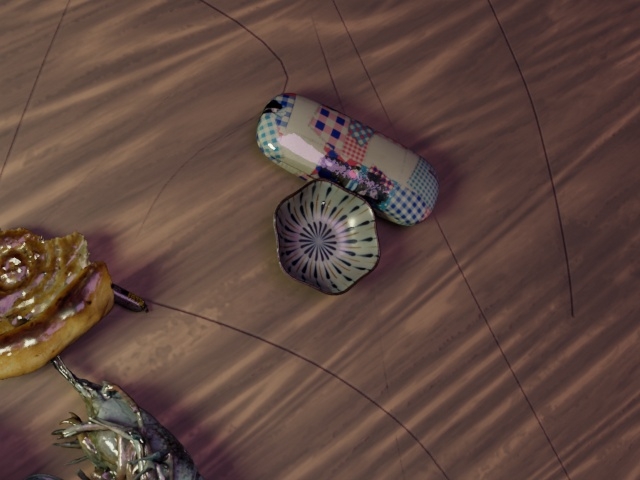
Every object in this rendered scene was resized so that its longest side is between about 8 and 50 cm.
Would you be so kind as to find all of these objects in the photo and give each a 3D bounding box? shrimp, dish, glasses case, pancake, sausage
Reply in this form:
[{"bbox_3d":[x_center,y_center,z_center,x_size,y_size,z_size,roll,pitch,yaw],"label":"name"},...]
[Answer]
[{"bbox_3d":[-0.262,0.292,1.422,0.372,0.172,0.137,42,63,-5],"label":"shrimp"},{"bbox_3d":[0.000,0.000,1.671,0.191,0.066,0.190,5,76,-21],"label":"dish"},{"bbox_3d":[0.048,-0.133,1.721,0.328,0.076,0.125,26,65,-15],"label":"glasses case"},{"bbox_3d":[-0.400,0.094,1.446,0.212,0.056,0.257,13,68,7],"label":"pancake"},{"bbox_3d":[-0.339,0.057,1.539,0.198,0.025,0.028,31,52,-12],"label":"sausage"}]

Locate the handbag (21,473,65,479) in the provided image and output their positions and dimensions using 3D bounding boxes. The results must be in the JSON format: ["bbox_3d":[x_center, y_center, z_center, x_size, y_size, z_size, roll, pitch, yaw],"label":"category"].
[{"bbox_3d":[-0.288,0.464,1.313,0.326,0.118,0.269,31,89,-22],"label":"handbag"}]
